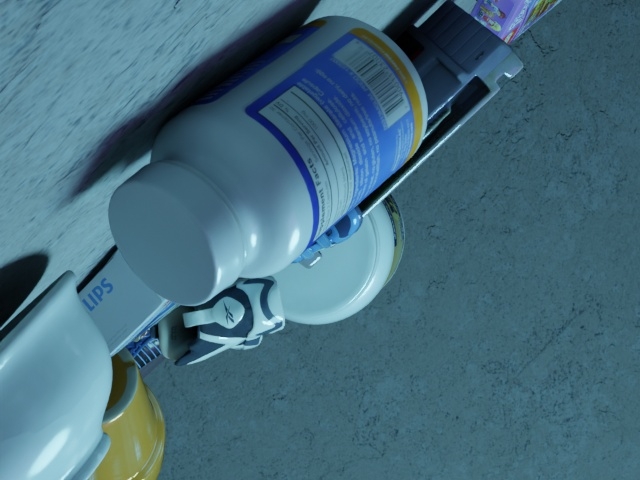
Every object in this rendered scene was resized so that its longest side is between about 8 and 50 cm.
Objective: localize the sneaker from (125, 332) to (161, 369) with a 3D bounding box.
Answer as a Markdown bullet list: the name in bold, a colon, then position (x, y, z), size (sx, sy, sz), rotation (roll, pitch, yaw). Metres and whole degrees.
- **sneaker**: position (-0.264, 0.140, 1.993), size (0.232, 0.081, 0.090), rotation (-32, 173, -43)

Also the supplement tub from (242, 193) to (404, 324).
- **supplement tub**: position (0.000, 0.000, 2.010), size (0.228, 0.228, 0.316), rotation (-44, 178, 8)

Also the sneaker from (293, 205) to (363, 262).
- **sneaker**: position (-0.013, -0.006, 1.550), size (0.144, 0.053, 0.059), rotation (-25, -169, 38)

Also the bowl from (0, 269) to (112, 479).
- **bowl**: position (-0.271, 0.173, 1.164), size (0.298, 0.134, 0.298), rotation (-43, -172, 8)

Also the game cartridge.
- **game cartridge**: position (0.072, -0.142, 1.721), size (0.355, 0.068, 0.230), rotation (-44, -151, 7)

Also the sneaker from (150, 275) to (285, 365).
- **sneaker**: position (-0.146, 0.103, 1.739), size (0.153, 0.094, 0.235), rotation (-9, 180, -18)

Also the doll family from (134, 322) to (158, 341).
- **doll family**: position (-0.190, 0.055, 1.798), size (0.193, 0.076, 0.111), rotation (-39, -176, 23)

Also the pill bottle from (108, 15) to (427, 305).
- **pill bottle**: position (-0.043, -0.064, 1.140), size (0.272, 0.152, 0.152), rotation (-41, 177, -38)

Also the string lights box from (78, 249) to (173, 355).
- **string lights box**: position (-0.170, 0.029, 1.551), size (0.133, 0.077, 0.259), rotation (-42, 178, 33)

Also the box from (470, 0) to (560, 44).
- **box**: position (0.300, -0.382, 1.775), size (0.201, 0.057, 0.293), rotation (-41, 166, -34)

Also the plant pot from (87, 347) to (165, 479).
- **plant pot**: position (-0.285, 0.208, 1.657), size (0.205, 0.205, 0.188), rotation (-42, 161, -30)
